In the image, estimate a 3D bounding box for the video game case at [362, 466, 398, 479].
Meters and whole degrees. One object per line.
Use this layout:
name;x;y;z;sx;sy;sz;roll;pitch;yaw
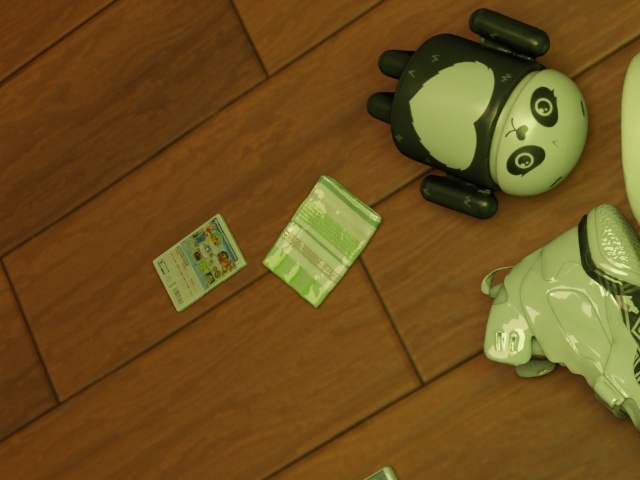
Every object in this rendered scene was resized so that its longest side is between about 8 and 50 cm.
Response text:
video game case;0.059;0.414;2.072;0.173;0.022;0.190;-33;68;15

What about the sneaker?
sneaker;0.327;0.153;1.939;0.210;0.137;0.365;-25;65;19

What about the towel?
towel;0.000;0.000;2.182;0.113;0.023;0.152;39;97;27

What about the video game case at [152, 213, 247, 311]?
video game case;-0.169;0.031;2.261;0.122;0.011;0.087;-35;67;15

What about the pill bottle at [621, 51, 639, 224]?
pill bottle;0.557;-0.122;1.834;0.392;0.224;0.224;-1;79;25

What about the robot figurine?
robot figurine;0.198;-0.160;2.035;0.278;0.209;0.173;23;54;27
